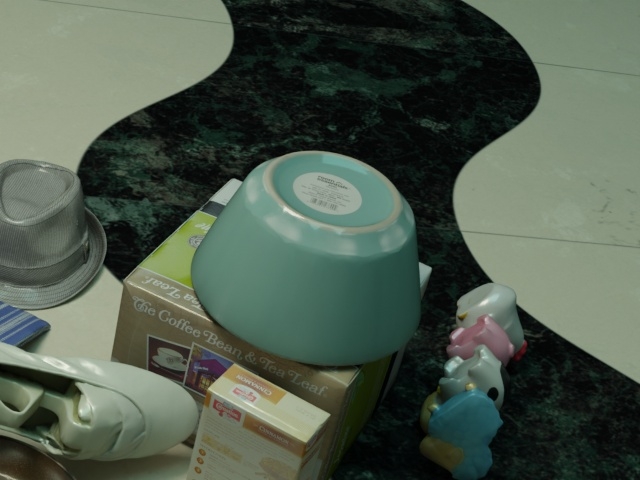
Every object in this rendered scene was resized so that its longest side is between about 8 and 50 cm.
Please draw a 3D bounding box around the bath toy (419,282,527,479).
[{"bbox_3d":[0.229,0.196,2.050,0.129,0.151,0.348,52,29,-15],"label":"bath toy"}]

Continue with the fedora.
[{"bbox_3d":[-0.437,-0.031,2.110,0.243,0.124,0.275,18,34,5],"label":"fedora"}]

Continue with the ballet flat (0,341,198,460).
[{"bbox_3d":[-0.343,0.205,1.744,0.400,0.139,0.139,19,33,-15],"label":"ballet flat"}]

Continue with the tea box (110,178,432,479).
[{"bbox_3d":[-0.070,0.127,1.945,0.329,0.220,0.323,25,34,14],"label":"tea box"}]

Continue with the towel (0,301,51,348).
[{"bbox_3d":[-0.559,0.091,1.914,0.336,0.040,0.243,20,12,5],"label":"towel"}]

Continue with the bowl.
[{"bbox_3d":[0.000,0.000,1.813,0.311,0.163,0.312,11,35,-8],"label":"bowl"}]

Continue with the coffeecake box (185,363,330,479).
[{"bbox_3d":[-0.082,0.268,1.769,0.142,0.186,0.068,27,36,16],"label":"coffeecake box"}]

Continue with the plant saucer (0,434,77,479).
[{"bbox_3d":[-0.420,0.345,1.651,0.310,0.050,0.311,11,34,-8],"label":"plant saucer"}]
